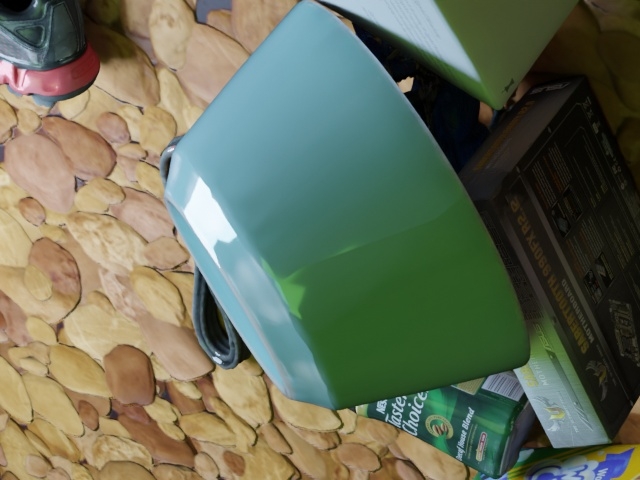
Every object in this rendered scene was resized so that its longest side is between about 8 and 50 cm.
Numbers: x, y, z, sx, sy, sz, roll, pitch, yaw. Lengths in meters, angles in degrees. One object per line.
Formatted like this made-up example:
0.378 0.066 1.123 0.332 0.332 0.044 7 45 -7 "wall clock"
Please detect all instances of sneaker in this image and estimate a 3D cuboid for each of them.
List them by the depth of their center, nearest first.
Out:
-0.326 -0.225 1.654 0.276 0.097 0.135 20 134 19 "sneaker"

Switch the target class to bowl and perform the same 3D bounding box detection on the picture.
0.000 0.000 1.316 0.311 0.163 0.311 56 171 13 "bowl"

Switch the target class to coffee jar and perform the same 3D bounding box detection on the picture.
0.101 0.138 1.653 0.184 0.079 0.096 24 135 19 "coffee jar"

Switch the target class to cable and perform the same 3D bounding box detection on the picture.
-0.112 0.013 1.711 0.139 0.072 0.287 33 137 17 "cable"

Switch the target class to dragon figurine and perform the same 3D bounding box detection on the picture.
0.091 -0.085 1.430 0.085 0.144 0.289 11 130 29 "dragon figurine"

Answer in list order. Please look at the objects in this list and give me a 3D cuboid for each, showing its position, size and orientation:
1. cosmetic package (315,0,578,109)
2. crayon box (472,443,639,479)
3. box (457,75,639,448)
0.044 -0.227 1.177 0.225 0.138 0.224 36 176 25 "cosmetic package"
0.250 0.265 1.558 0.323 0.203 0.083 -7 119 39 "crayon box"
0.193 0.016 1.411 0.056 0.183 0.231 -10 118 41 "box"
